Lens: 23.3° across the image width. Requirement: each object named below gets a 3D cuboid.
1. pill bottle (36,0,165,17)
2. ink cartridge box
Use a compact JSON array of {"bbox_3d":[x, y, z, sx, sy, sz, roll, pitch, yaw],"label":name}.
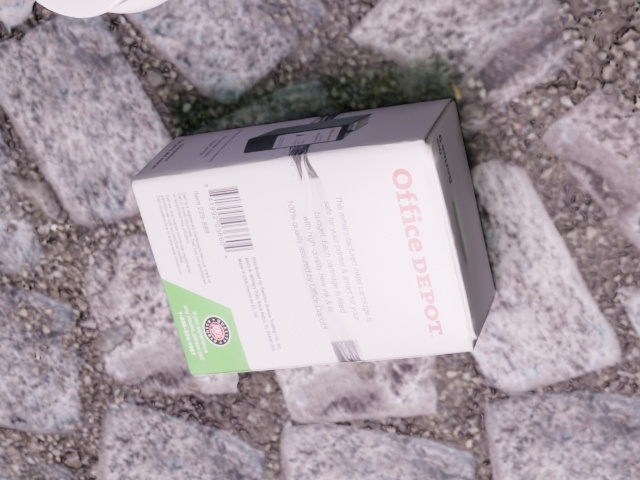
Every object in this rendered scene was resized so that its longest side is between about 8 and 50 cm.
[{"bbox_3d":[-0.148,-0.276,1.280,0.152,0.272,0.152,7,116,15],"label":"pill bottle"},{"bbox_3d":[0.000,0.000,1.446,0.289,0.121,0.211,-6,112,21],"label":"ink cartridge box"}]
